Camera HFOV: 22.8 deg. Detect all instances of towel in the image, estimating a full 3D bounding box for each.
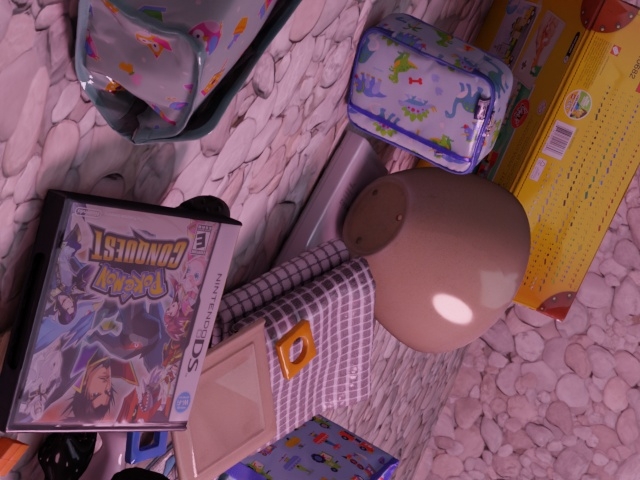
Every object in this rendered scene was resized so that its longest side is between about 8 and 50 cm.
[{"bbox_3d":[-0.037,0.160,2.255,0.235,0.121,0.284,-31,142,-28],"label":"towel"}]

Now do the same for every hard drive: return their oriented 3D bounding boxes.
[{"bbox_3d":[0.000,0.000,2.387,0.308,0.040,0.203,-61,163,-5],"label":"hard drive"}]

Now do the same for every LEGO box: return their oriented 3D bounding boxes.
[{"bbox_3d":[0.353,-0.173,2.597,0.500,0.193,0.372,-65,-157,10],"label":"LEGO box"}]

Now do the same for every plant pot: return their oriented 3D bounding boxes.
[{"bbox_3d":[0.144,0.002,2.366,0.191,0.284,0.284,32,84,-38],"label":"plant pot"}]

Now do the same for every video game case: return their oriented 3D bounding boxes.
[{"bbox_3d":[-0.211,0.082,1.682,0.275,0.035,0.248,8,100,-53],"label":"video game case"}]

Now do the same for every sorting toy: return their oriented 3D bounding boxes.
[{"bbox_3d":[-0.134,0.212,2.046,0.347,0.047,0.196,-29,127,-42],"label":"sorting toy"}]

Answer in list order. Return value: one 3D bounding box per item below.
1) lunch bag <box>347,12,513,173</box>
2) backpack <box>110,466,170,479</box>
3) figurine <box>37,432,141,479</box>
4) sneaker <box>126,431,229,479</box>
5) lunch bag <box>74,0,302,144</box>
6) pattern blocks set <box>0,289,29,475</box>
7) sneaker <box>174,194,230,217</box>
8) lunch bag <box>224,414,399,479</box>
[{"bbox_3d":[0.149,-0.200,2.209,0.090,0.219,0.176,-42,155,-48],"label":"lunch bag"},{"bbox_3d":[-0.227,0.378,1.868,0.152,0.115,0.182,-37,141,-64],"label":"backpack"},{"bbox_3d":[-0.284,0.291,1.924,0.215,0.092,0.209,-27,138,-64],"label":"figurine"},{"bbox_3d":[-0.197,0.322,2.153,0.283,0.122,0.110,-60,163,-10],"label":"sneaker"},{"bbox_3d":[-0.119,-0.222,1.493,0.223,0.160,0.262,-59,175,-23],"label":"lunch bag"},{"bbox_3d":[-0.307,0.134,1.703,0.325,0.026,0.285,-40,152,-51],"label":"pattern blocks set"},{"bbox_3d":[-0.179,0.053,1.827,0.234,0.078,0.106,-59,168,-17],"label":"sneaker"},{"bbox_3d":[-0.031,0.377,2.561,0.138,0.221,0.293,-65,163,9],"label":"lunch bag"}]
